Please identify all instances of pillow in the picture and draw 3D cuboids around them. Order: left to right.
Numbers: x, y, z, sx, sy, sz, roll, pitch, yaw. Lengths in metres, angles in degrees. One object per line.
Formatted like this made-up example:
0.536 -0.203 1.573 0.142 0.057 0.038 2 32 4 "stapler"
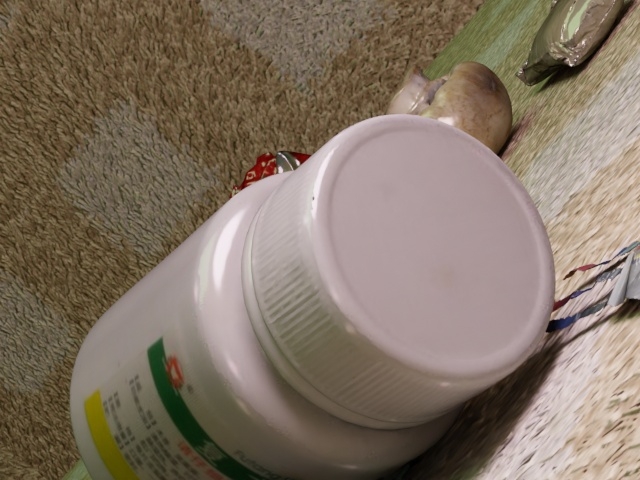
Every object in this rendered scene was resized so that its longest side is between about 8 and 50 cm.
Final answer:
0.257 -0.220 1.990 0.119 0.053 0.208 -55 5 -5 "pillow"

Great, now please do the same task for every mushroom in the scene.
0.122 -0.112 2.009 0.166 0.127 0.166 -53 -2 -2 "mushroom"

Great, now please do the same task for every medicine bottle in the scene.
-0.010 0.067 1.288 0.340 0.208 0.208 -38 13 52 "medicine bottle"

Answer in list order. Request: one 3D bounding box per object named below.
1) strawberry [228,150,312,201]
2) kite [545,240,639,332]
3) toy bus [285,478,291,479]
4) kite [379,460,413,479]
0.000 0.000 2.102 0.201 0.187 0.184 20 -94 -67 "strawberry"
0.191 0.008 1.150 0.141 0.015 0.245 -51 5 -30 "kite"
-0.009 0.192 1.215 0.038 0.083 0.046 -47 -6 39 "toy bus"
0.017 0.183 1.420 0.368 0.014 0.406 -48 7 19 "kite"
